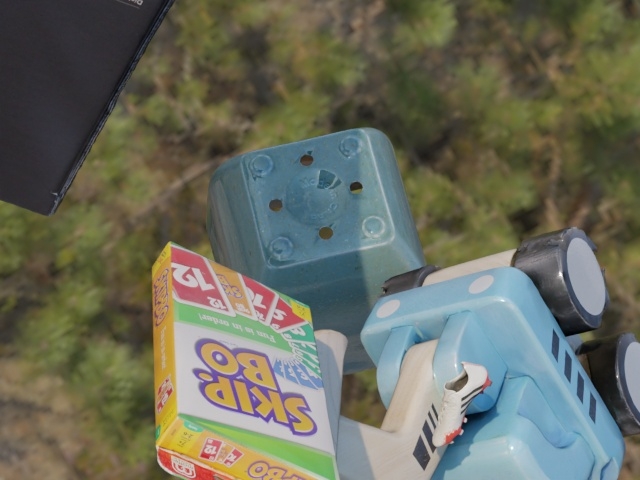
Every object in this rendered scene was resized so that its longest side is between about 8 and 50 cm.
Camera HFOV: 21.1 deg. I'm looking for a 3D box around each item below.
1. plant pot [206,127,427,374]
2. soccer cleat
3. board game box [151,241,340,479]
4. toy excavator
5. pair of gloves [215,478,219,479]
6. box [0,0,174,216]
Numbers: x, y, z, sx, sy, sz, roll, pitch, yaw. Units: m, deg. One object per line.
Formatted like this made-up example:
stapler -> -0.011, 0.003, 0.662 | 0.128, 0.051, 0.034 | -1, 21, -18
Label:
plant pot -> 0.000, 0.000, 1.976 | 0.252, 0.248, 0.247 | 86, -10, -65
soccer cleat -> 0.116, 0.142, 1.502 | 0.036, 0.083, 0.029 | 26, 14, -29
board game box -> -0.055, 0.096, 1.186 | 0.124, 0.039, 0.259 | 26, 25, -19
toy excavator -> 0.120, 0.162, 1.613 | 0.433, 0.222, 0.445 | 57, 35, -26
pair of gloves -> -0.108, 0.268, 1.644 | 0.159, 0.023, 0.198 | -123, -141, -78
box -> -0.209, -0.231, 1.254 | 0.183, 0.294, 0.296 | 18, 48, -17
